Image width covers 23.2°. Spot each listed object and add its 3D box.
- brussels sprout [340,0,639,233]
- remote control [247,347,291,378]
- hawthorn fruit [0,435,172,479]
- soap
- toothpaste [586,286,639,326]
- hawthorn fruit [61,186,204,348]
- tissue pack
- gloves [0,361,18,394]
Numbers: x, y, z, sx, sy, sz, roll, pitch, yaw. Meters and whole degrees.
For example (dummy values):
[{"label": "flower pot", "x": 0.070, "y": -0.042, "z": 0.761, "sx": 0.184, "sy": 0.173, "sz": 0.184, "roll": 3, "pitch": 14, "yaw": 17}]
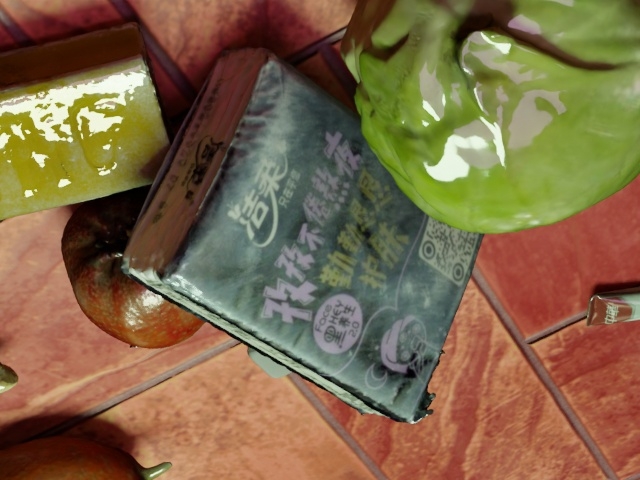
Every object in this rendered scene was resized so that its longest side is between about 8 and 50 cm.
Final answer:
[{"label": "brussels sprout", "x": 0.181, "y": -0.152, "z": 1.476, "sx": 0.328, "sy": 0.247, "sz": 0.328, "roll": -4, "pitch": 117, "yaw": -8}, {"label": "remote control", "x": 0.037, "y": 0.084, "z": 1.807, "sx": 0.261, "sy": 0.029, "sz": 0.067, "roll": -29, "pitch": 133, "yaw": 16}, {"label": "hawthorn fruit", "x": -0.293, "y": 0.312, "z": 1.844, "sx": 0.251, "sy": 0.199, "sz": 0.199, "roll": -26, "pitch": 134, "yaw": -6}, {"label": "soap", "x": -0.278, "y": -0.105, "z": 1.512, "sx": 0.258, "sy": 0.080, "sz": 0.160, "roll": -14, "pitch": 134, "yaw": -1}, {"label": "toothpaste", "x": 0.437, "y": 0.068, "z": 1.882, "sx": 0.239, "sy": 0.039, "sz": 0.062, "roll": -8, "pitch": 141, "yaw": -4}, {"label": "hawthorn fruit", "x": -0.178, "y": 0.030, "z": 1.617, "sx": 0.169, "sy": 0.169, "sz": 0.188, "roll": -19, "pitch": 157, "yaw": 4}, {"label": "tissue pack", "x": 0.000, "y": 0.000, "z": 1.570, "sx": 0.361, "sy": 0.259, "sz": 0.122, "roll": 32, "pitch": 163, "yaw": -35}, {"label": "gloves", "x": -0.467, "y": 0.193, "z": 1.696, "sx": 0.203, "sy": 0.155, "sz": 0.356, "roll": 25, "pitch": 119, "yaw": -36}]
